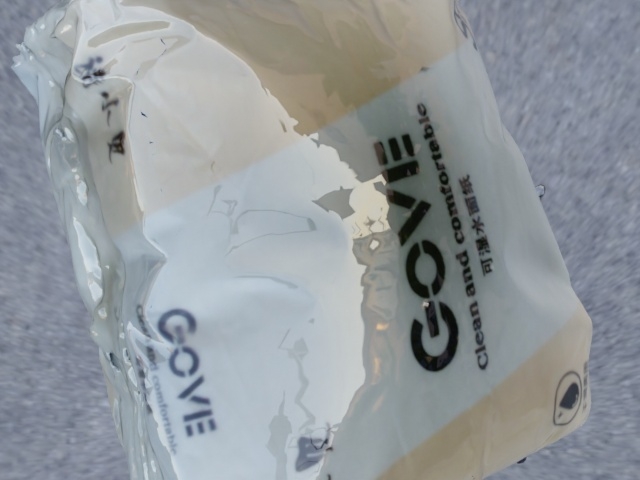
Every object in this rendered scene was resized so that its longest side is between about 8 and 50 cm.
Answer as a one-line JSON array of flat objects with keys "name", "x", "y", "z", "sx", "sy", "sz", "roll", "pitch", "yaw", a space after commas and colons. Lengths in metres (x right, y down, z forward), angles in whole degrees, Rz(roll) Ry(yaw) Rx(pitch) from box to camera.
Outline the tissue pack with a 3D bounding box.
[{"name": "tissue pack", "x": 0.000, "y": 0.000, "z": 0.895, "sx": 0.390, "sy": 0.195, "sz": 0.375, "roll": -21, "pitch": 92, "yaw": -43}]

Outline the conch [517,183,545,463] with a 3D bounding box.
[{"name": "conch", "x": 0.150, "y": 0.071, "z": 1.381, "sx": 0.186, "sy": 0.240, "sz": 0.312, "roll": -7, "pitch": 101, "yaw": 5}]
